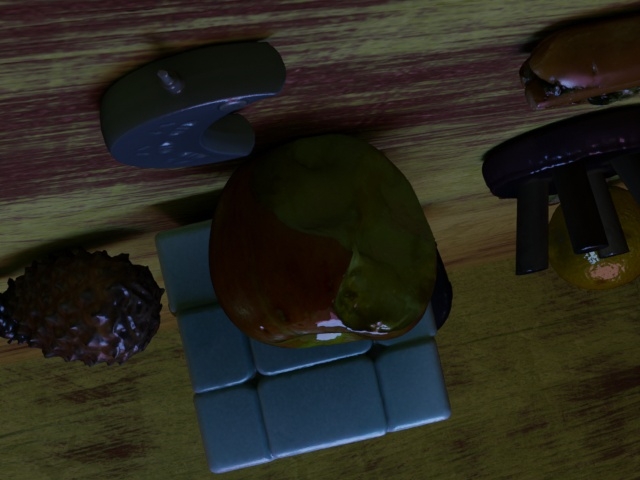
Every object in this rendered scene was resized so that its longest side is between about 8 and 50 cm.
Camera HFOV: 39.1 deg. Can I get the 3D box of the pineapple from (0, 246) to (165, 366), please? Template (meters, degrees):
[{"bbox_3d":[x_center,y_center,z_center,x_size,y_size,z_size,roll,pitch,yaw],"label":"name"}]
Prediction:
[{"bbox_3d":[-0.400,0.093,1.280,0.361,0.175,0.175,0,178,21],"label":"pineapple"}]

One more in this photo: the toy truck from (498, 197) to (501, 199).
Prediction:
[{"bbox_3d":[0.365,-0.092,1.673,0.083,0.024,0.032,-9,-166,-19],"label":"toy truck"}]

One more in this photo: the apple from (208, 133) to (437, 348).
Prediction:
[{"bbox_3d":[0.000,0.000,0.974,0.246,0.226,0.246,-4,168,-1],"label":"apple"}]

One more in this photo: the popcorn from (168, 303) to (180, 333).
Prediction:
[{"bbox_3d":[-0.197,0.115,1.751,0.197,0.156,0.198,-26,152,-15],"label":"popcorn"}]

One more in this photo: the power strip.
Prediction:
[{"bbox_3d":[-0.103,-0.101,0.701,0.137,0.044,0.216,-11,173,-12],"label":"power strip"}]

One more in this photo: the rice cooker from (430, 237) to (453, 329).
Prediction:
[{"bbox_3d":[0.112,0.080,1.685,0.224,0.267,0.267,-19,174,-10],"label":"rice cooker"}]

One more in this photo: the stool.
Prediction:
[{"bbox_3d":[0.381,-0.067,1.298,0.272,0.179,0.272,-13,171,-2],"label":"stool"}]

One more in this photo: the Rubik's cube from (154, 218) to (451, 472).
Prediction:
[{"bbox_3d":[-0.019,0.105,1.250,0.321,0.316,0.319,-14,179,0],"label":"Rubik's cube"}]

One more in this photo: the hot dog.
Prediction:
[{"bbox_3d":[0.301,-0.168,0.822,0.249,0.068,0.100,-13,172,-7],"label":"hot dog"}]

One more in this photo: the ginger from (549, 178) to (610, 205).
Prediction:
[{"bbox_3d":[0.499,-0.108,1.743,0.137,0.044,0.057,-19,143,1],"label":"ginger"}]

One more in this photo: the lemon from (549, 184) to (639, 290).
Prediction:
[{"bbox_3d":[0.610,-0.002,1.980,0.253,0.229,0.228,-23,175,-15],"label":"lemon"}]
